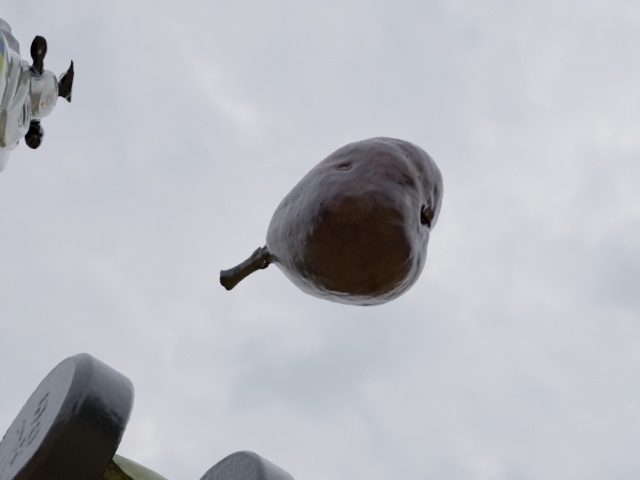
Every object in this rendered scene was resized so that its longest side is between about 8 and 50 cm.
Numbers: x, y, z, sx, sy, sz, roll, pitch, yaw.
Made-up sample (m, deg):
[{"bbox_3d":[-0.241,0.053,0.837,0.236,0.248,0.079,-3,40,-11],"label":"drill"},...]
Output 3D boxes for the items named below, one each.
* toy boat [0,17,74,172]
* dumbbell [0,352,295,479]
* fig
[{"bbox_3d":[-0.312,-0.153,0.864,0.269,0.141,0.140,37,-37,38],"label":"toy boat"},{"bbox_3d":[-0.201,0.291,1.097,0.322,0.203,0.204,37,-53,-21],"label":"dumbbell"},{"bbox_3d":[0.001,0.002,0.957,0.274,0.170,0.145,-22,-50,37],"label":"fig"}]
